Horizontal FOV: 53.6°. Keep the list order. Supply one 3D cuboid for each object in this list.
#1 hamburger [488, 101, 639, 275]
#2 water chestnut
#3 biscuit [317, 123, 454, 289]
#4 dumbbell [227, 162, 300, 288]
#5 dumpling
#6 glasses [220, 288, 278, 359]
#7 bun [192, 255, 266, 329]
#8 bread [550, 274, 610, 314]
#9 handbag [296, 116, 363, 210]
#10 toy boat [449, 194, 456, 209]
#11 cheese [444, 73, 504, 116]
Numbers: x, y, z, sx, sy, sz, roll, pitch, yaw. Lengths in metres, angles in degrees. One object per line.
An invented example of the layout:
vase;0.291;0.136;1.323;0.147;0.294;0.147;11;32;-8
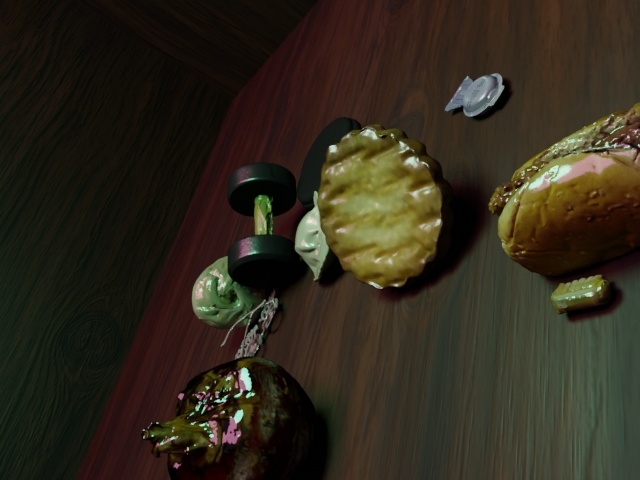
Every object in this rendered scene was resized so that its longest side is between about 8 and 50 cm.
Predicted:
hamburger;0.357;-0.065;0.862;0.282;0.245;0.155;72;-158;-55
water chestnut;-0.187;0.385;1.259;0.335;0.347;0.335;-34;42;38
biscuit;0.130;-0.067;1.253;0.326;0.107;0.325;14;110;43
dumbbell;-0.164;-0.043;1.807;0.204;0.204;0.322;-38;45;43
dumpling;0.000;0.004;1.567;0.215;0.126;0.166;-64;11;13
glasses;-0.198;0.244;1.770;0.255;0.095;0.162;-59;7;-2
bun;-0.253;0.154;1.844;0.237;0.210;0.116;-53;19;-20
bread;0.355;0.074;0.860;0.088;0.034;0.049;-26;26;48
handbag;0.037;-0.218;1.825;0.254;0.093;0.308;-34;33;45
toy boat;0.215;-0.063;1.292;0.137;0.061;0.060;-37;32;46
cheese;0.335;-0.314;1.364;0.105;0.042;0.191;-57;22;5
